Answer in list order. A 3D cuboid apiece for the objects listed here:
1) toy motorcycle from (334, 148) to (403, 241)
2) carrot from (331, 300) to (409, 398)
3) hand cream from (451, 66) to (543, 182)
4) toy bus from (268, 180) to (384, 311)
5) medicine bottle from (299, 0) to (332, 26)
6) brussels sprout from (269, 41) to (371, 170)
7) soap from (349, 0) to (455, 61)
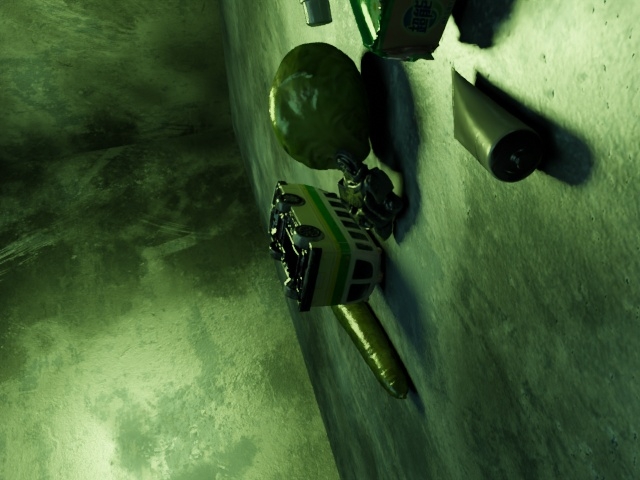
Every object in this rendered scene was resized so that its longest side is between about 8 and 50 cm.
[{"bbox_3d":[0.085,-0.067,0.989,0.124,0.061,0.193,30,156,32],"label":"toy motorcycle"},{"bbox_3d":[0.098,0.204,1.249,0.358,0.074,0.074,-122,23,-57],"label":"carrot"},{"bbox_3d":[0.169,-0.114,0.620,0.186,0.054,0.087,-108,7,-59],"label":"hand cream"},{"bbox_3d":[0.000,0.000,1.236,0.305,0.179,0.143,-120,35,-56],"label":"toy bus"},{"bbox_3d":[-0.032,-0.539,0.998,0.110,0.110,0.351,-146,45,-74],"label":"medicine bottle"},{"bbox_3d":[0.003,-0.225,1.014,0.223,0.161,0.223,-8,-90,-78],"label":"brussels sprout"},{"bbox_3d":[0.096,-0.345,0.610,0.273,0.098,0.217,104,158,-62],"label":"soap"}]
